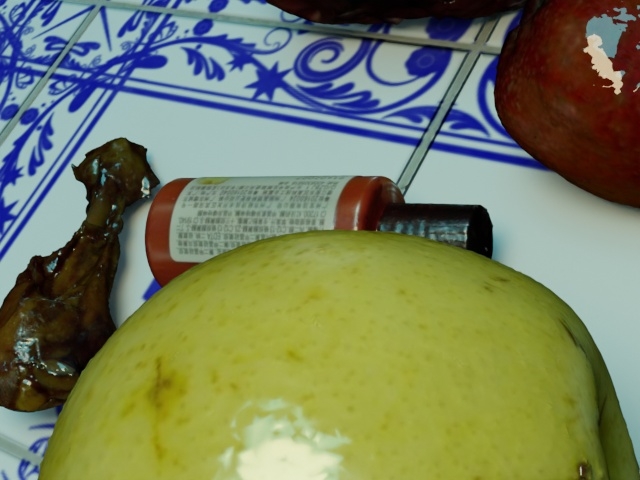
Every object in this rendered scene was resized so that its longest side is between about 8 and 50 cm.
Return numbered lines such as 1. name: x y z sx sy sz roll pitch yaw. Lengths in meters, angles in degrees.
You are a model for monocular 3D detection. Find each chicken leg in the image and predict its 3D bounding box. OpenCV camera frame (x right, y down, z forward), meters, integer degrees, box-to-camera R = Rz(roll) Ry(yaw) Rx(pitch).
1. chicken leg: -0.213 0.027 0.950 0.113 0.093 0.304 8 51 11

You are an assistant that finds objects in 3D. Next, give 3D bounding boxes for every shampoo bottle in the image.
1. shampoo bottle: 0.000 0.000 0.843 0.278 0.104 0.104 2 57 27

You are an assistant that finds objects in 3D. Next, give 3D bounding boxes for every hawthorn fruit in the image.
1. hawthorn fruit: 0.247 -0.105 0.767 0.251 0.189 0.189 39 78 21

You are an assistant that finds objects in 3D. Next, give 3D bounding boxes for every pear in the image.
1. pear: 0.013 0.163 0.568 0.348 0.348 0.348 -13 52 17

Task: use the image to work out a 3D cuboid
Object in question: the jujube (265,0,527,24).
1. jujube: 0.101 -0.326 0.934 0.377 0.276 0.276 -12 52 20
